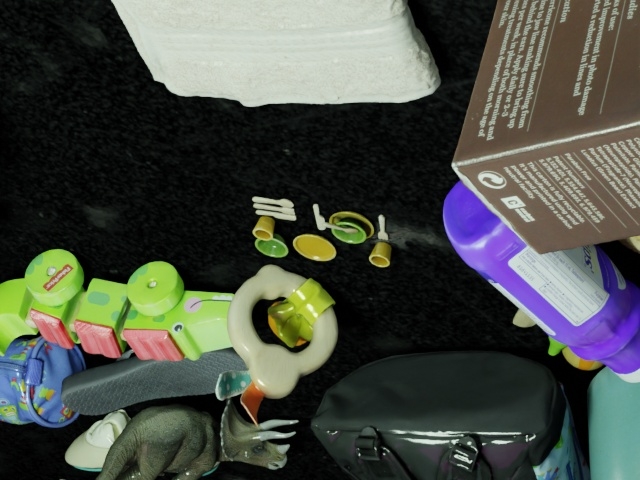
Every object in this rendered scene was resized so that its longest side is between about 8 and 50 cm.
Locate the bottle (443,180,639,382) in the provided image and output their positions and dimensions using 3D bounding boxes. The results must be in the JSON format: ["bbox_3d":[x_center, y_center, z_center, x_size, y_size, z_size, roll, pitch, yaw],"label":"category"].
[{"bbox_3d":[0.237,0.040,1.681,0.092,0.118,0.283,-39,123,17],"label":"bottle"}]

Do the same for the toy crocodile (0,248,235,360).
[{"bbox_3d":[-0.239,0.091,2.009,0.340,0.105,0.115,6,147,18],"label":"toy crocodile"}]

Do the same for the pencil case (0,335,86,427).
[{"bbox_3d":[-0.455,0.182,2.242,0.306,0.119,0.133,-3,166,28],"label":"pencil case"}]

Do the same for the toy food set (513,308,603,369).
[{"bbox_3d":[0.303,0.101,1.819,0.192,0.039,0.132,17,148,1],"label":"toy food set"}]

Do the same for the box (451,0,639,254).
[{"bbox_3d":[0.305,-0.128,1.321,0.381,0.191,0.143,-13,138,41],"label":"box"}]

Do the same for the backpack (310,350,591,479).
[{"bbox_3d":[0.185,0.285,1.997,0.290,0.273,0.356,-3,121,27],"label":"backpack"}]

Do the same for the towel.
[{"bbox_3d":[-0.049,-0.194,1.527,0.282,0.049,0.187,2,146,24],"label":"towel"}]

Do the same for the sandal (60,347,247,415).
[{"bbox_3d":[-0.208,0.155,2.119,0.254,0.055,0.097,-13,144,22],"label":"sandal"}]

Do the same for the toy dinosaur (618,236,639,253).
[{"bbox_3d":[0.327,0.008,1.668,0.183,0.053,0.092,46,155,-26],"label":"toy dinosaur"}]

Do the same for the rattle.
[{"bbox_3d":[-0.070,0.136,1.904,0.130,0.200,0.142,32,146,-22],"label":"rattle"}]

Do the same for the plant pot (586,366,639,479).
[{"bbox_3d":[0.419,0.277,1.817,0.293,0.235,0.293,7,149,4],"label":"plant pot"}]

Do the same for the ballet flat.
[{"bbox_3d":[-0.244,0.263,2.322,0.248,0.086,0.086,-1,144,26],"label":"ballet flat"}]

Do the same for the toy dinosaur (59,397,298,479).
[{"bbox_3d":[-0.197,0.256,2.159,0.313,0.121,0.160,9,120,-39],"label":"toy dinosaur"}]

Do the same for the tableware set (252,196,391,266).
[{"bbox_3d":[0.000,0.000,1.827,0.154,0.024,0.104,9,148,14],"label":"tableware set"}]
